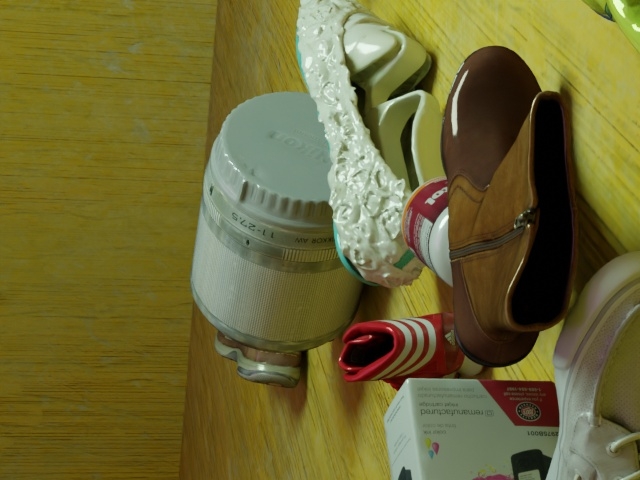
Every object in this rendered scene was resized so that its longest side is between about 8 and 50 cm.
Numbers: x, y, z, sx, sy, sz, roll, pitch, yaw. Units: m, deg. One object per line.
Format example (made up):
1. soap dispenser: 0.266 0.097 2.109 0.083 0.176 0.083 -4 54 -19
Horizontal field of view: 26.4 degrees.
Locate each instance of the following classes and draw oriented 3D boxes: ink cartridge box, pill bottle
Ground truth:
1. ink cartridge box: 0.127 0.199 1.039 0.072 0.128 0.175 112 156 -53
2. pill bottle: 0.127 -0.003 1.172 0.152 0.086 0.086 -133 46 -73

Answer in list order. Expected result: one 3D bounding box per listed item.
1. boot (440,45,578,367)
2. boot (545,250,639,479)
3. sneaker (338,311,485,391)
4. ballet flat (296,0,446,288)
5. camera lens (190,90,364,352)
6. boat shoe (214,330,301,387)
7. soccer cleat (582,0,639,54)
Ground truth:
1. boot: 0.128 -0.050 0.951 0.280 0.096 0.264 77 -158 -77
2. boot: 0.200 0.142 0.831 0.123 0.095 0.258 -124 32 -54
3. sneaker: 0.072 0.108 1.321 0.221 0.128 0.087 120 150 -66
4. ballet flat: 0.073 -0.134 1.442 0.147 0.147 0.408 106 159 -51
5. camera lens: -0.040 -0.015 1.666 0.219 0.220 0.274 -100 16 -45
6. boat shoe: -0.091 0.147 2.197 0.324 0.123 0.116 -154 73 -71
7. soccer cleat: 0.209 -0.169 0.857 0.289 0.093 0.121 -109 -7 -50
